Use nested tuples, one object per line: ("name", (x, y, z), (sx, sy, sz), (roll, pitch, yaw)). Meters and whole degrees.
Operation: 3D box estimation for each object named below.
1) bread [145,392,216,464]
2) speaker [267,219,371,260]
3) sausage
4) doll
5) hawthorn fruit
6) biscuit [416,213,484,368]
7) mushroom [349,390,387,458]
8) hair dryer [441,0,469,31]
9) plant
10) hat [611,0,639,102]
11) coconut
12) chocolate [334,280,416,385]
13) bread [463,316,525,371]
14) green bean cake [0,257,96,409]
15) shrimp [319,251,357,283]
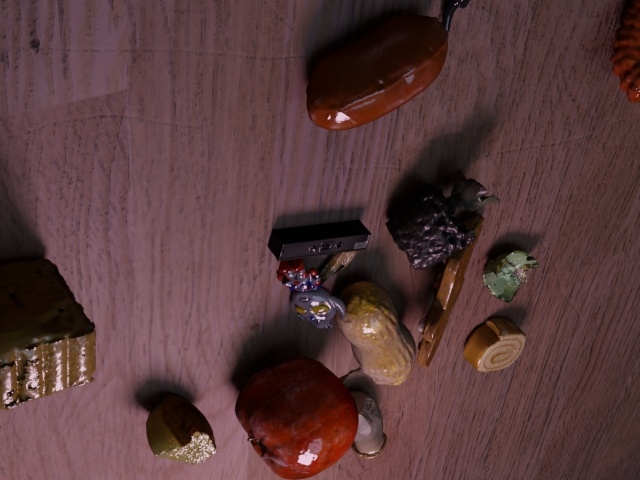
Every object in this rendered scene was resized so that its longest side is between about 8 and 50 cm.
("bread", (-0.265, 0.352, 1.954), (0.086, 0.125, 0.156), (-39, 152, 12))
("speaker", (0.000, 0.000, 1.879), (0.191, 0.046, 0.040), (-7, 132, -33))
("sausage", (0.090, -0.261, 1.634), (0.258, 0.133, 0.133), (-31, 141, -10))
("doll", (-0.017, 0.104, 1.941), (0.104, 0.062, 0.195), (-19, 132, 12))
("hawthorn fruit", (-0.021, 0.326, 2.038), (0.271, 0.242, 0.242), (-34, 142, -16))
("biscuit", (0.246, 0.116, 2.116), (0.216, 0.047, 0.340), (-49, 158, -50))
("mushroom", (0.089, 0.403, 2.305), (0.108, 0.096, 0.247), (-57, 148, -18))
("hair dryer", (0.280, -0.438, 1.676), (0.271, 0.091, 0.235), (-44, 153, 26))
("plant", (0.229, -0.043, 1.941), (0.203, 0.131, 0.142), (-41, -175, 14))
("hat", (0.743, -0.345, 1.963), (0.400, 0.285, 0.285), (9, 122, -47))
("coconut", (0.406, 0.068, 2.257), (0.133, 0.055, 0.158), (-31, 142, -12))
("chocolate", (0.114, 0.186, 2.087), (0.134, 0.134, 0.309), (-34, 137, -7))
("bread", (0.403, 0.238, 2.413), (0.149, 0.073, 0.122), (-2, 123, -40))
("green bean cake", (-0.457, 0.133, 1.508), (0.224, 0.229, 0.131), (-13, 128, -32))
("shrimp", (0.032, 0.047, 1.971), (0.108, 0.023, 0.059), (-50, 149, 15))
